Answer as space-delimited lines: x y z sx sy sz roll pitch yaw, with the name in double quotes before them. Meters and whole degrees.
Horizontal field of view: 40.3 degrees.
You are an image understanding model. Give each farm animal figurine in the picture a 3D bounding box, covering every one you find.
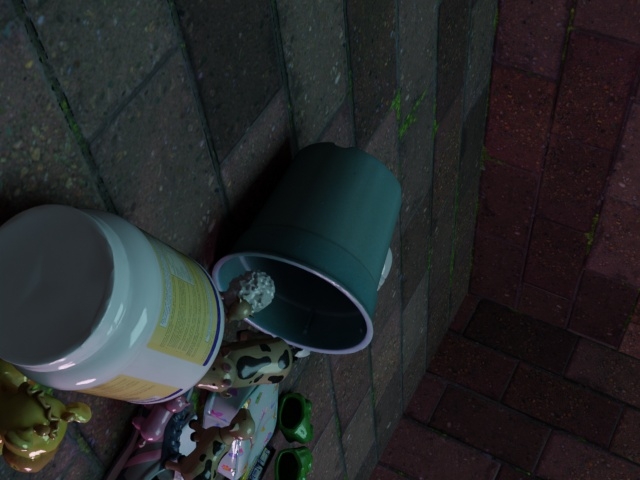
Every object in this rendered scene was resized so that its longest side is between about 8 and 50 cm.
"farm animal figurine" -0.174 0.253 1.562 0.326 0.172 0.330 -24 110 -37

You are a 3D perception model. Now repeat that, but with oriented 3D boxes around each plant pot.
"plant pot" 0.000 0.000 1.788 0.341 0.341 0.334 80 29 -55

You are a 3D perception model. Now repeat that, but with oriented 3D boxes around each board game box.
"board game box" -0.188 0.599 2.275 0.170 0.048 0.141 -62 157 -20

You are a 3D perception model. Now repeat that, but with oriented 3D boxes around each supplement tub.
"supplement tub" -0.296 0.094 1.208 0.241 0.241 0.331 -65 160 -8

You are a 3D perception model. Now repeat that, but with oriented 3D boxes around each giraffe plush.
"giraffe plush" -0.407 0.237 1.168 0.181 0.170 0.210 -51 154 -39

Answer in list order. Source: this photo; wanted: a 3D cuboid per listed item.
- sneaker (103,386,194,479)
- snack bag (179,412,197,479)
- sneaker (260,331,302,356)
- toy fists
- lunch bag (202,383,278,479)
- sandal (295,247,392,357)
"sneaker" -0.296 0.396 1.661 0.319 0.131 0.112 -66 152 -10
"snack bag" -0.353 0.582 1.855 0.342 0.037 0.323 -48 151 -44
"sneaker" -0.045 0.195 2.096 0.341 0.139 0.125 -67 162 0
"toy fists" -0.069 0.556 2.375 0.142 0.096 0.279 82 9 -68
"lunch bag" -0.179 0.397 2.005 0.224 0.107 0.279 -52 157 -49
"sandal" 0.030 0.129 2.296 0.416 0.102 0.169 -42 134 -27
